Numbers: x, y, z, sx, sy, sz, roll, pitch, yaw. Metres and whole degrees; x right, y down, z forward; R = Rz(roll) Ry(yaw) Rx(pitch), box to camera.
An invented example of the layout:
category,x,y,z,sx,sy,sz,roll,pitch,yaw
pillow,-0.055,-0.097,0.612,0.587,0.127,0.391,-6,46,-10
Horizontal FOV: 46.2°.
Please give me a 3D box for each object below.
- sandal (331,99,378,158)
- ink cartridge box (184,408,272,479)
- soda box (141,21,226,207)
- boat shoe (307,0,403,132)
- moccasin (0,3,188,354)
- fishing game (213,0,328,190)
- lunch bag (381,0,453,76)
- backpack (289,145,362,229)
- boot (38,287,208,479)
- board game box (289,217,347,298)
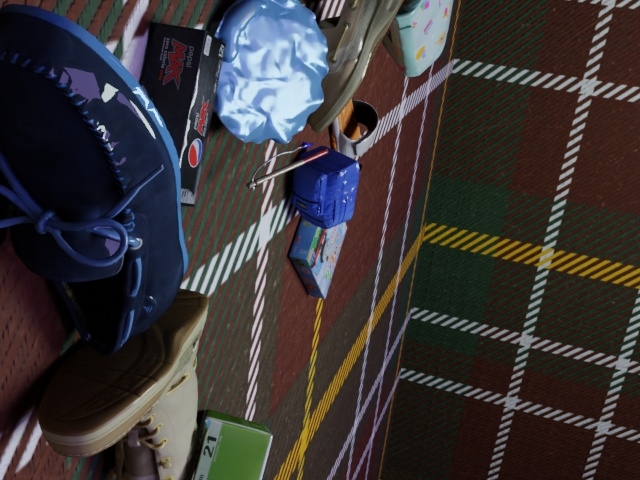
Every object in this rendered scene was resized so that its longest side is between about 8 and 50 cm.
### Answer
category,x,y,z,sx,sy,sz,roll,pitch,yaw
sandal,0.065,-0.218,1.388,0.265,0.076,0.102,69,37,-65
ink cartridge box,-0.126,0.324,0.937,0.255,0.096,0.189,140,-35,-77
soda box,-0.143,-0.120,0.731,0.053,0.060,0.169,6,96,-76
boat shoe,0.038,-0.305,1.145,0.302,0.098,0.109,-59,-173,33
moccasin,-0.171,-0.013,0.574,0.342,0.137,0.117,80,31,-54
fishing game,-0.066,-0.202,0.898,0.189,0.041,0.264,-30,123,-35
lunch bag,0.173,-0.471,1.424,0.223,0.160,0.263,61,39,-70
backpack,0.001,-0.080,1.240,0.101,0.098,0.120,-26,134,-34
boot,-0.188,0.186,0.758,0.262,0.095,0.204,-62,161,-66
board game box,0.000,0.000,1.406,0.211,0.039,0.160,70,36,-66
